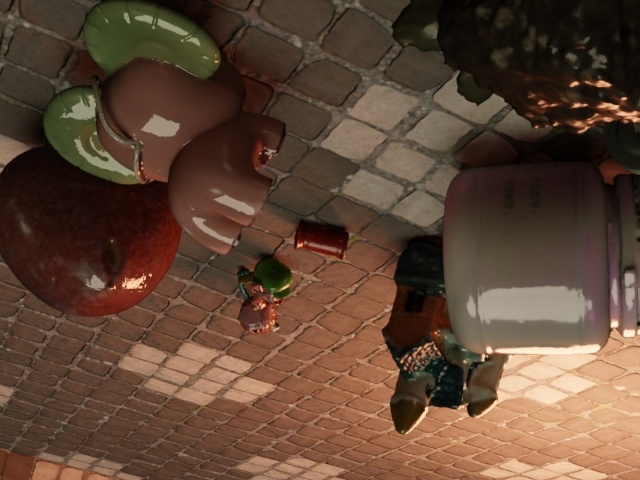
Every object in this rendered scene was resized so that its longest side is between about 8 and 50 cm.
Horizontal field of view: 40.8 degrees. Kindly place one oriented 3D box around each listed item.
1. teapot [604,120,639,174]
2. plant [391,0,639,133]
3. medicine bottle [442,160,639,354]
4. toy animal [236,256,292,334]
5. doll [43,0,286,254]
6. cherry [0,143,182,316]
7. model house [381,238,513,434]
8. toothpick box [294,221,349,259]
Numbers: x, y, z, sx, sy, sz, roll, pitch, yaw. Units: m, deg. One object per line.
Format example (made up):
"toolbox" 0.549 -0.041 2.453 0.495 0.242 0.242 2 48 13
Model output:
"teapot" 0.416 -0.142 1.018 0.108 0.149 0.111 14 -168 -43
"plant" 0.218 -0.223 0.824 0.215 0.213 0.312 27 179 -27
"medicine bottle" 0.336 0.022 1.124 0.325 0.256 0.256 -3 147 16
"toy animal" -0.108 0.102 1.529 0.103 0.100 0.208 44 156 16
"doll" -0.187 -0.137 1.030 0.268 0.216 0.284 25 134 -16
"cherry" -0.320 -0.015 1.199 0.261 0.307 0.221 3 126 -28
"model house" 0.201 0.183 1.365 0.185 0.291 0.253 10 152 31
"toothpick box" 0.000 0.000 1.363 0.083 0.047 0.047 13 148 -6
